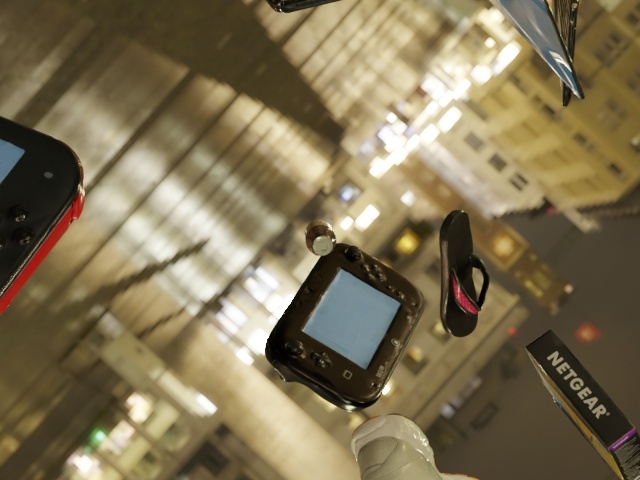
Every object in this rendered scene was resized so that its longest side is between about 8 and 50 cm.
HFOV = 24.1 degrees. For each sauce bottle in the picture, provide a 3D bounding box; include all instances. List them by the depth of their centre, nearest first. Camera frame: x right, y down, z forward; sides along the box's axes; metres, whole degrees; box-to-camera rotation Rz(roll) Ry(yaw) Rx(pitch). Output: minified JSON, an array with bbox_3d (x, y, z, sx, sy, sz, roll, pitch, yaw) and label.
[{"bbox_3d":[0.000,0.000,1.944,0.042,0.042,0.128,-48,-173,5],"label":"sauce bottle"}]

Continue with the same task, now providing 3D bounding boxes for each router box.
[{"bbox_3d":[0.332,0.208,1.848,0.046,0.179,0.133,-36,141,-2],"label":"router box"}]

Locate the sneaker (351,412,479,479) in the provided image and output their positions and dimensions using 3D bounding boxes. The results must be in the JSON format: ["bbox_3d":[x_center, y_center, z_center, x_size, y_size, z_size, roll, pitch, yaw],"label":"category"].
[{"bbox_3d":[0.126,0.310,1.653,0.099,0.262,0.121,-34,-149,27],"label":"sneaker"}]

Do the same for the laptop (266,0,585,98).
[{"bbox_3d":[0.024,-0.294,1.449,0.408,0.382,0.236,-18,143,-27],"label":"laptop"}]

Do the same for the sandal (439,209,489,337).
[{"bbox_3d":[0.162,0.045,1.663,0.067,0.040,0.179,-51,146,-37],"label":"sandal"}]

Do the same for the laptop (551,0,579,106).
[{"bbox_3d":[0.242,-0.336,1.841,0.234,0.137,0.264,-84,173,-50],"label":"laptop"}]

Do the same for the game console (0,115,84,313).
[{"bbox_3d":[-0.470,-0.021,1.536,0.342,0.387,0.060,-56,158,-33],"label":"game console"}]

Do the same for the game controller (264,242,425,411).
[{"bbox_3d":[0.039,0.114,2.049,0.319,0.167,0.067,-57,168,-56],"label":"game controller"}]
